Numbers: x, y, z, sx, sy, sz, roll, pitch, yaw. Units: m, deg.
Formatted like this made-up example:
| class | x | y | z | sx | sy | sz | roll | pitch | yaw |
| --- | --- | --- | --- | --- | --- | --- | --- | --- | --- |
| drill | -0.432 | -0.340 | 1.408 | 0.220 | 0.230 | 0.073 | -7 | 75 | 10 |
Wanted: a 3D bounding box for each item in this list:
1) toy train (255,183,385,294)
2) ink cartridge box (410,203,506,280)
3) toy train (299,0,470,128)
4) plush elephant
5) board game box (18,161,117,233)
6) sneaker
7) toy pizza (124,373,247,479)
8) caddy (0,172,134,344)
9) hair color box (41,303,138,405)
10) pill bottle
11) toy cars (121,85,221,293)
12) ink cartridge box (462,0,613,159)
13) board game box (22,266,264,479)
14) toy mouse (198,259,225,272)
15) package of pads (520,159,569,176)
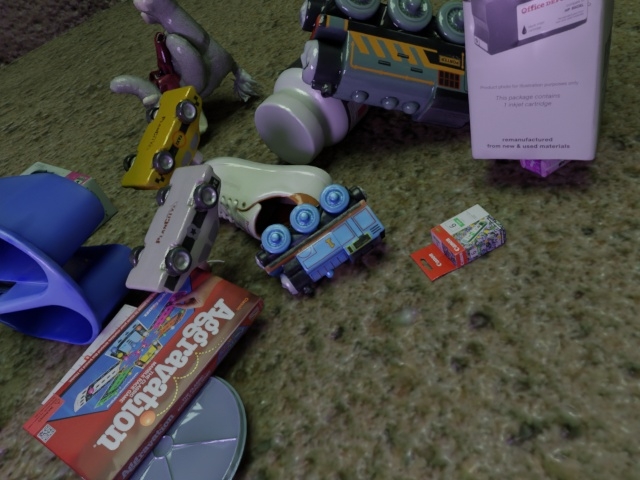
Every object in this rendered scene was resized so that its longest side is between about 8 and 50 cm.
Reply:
| class | x | y | z | sx | sy | sz | roll | pitch | yaw |
| --- | --- | --- | --- | --- | --- | --- | --- | --- | --- |
| toy train | 0.000 | 0.000 | 0.726 | 0.184 | 0.080 | 0.105 | -35 | 75 | -1 |
| ink cartridge box | 0.182 | 0.002 | 0.693 | 0.115 | 0.029 | 0.063 | -27 | 42 | -5 |
| toy train | 0.126 | -0.300 | 0.845 | 0.334 | 0.142 | 0.190 | 8 | 75 | -14 |
| plush elephant | -0.329 | -0.353 | 1.148 | 0.255 | 0.330 | 0.272 | -49 | 29 | 4 |
| board game box | -0.591 | -0.013 | 1.008 | 0.224 | 0.097 | 0.303 | 15 | 55 | 36 |
| sneaker | -0.131 | -0.064 | 0.844 | 0.290 | 0.106 | 0.123 | 1 | 44 | 23 |
| toy pizza | -0.175 | 0.245 | 0.597 | 0.201 | 0.032 | 0.201 | -13 | 41 | 12 |
| caddy | -0.440 | 0.041 | 0.769 | 0.341 | 0.241 | 0.179 | 0 | 41 | 32 |
| hair color box | -0.277 | 0.174 | 0.701 | 0.093 | 0.053 | 0.167 | 10 | 50 | 30 |
| pill bottle | 0.014 | -0.276 | 0.961 | 0.162 | 0.162 | 0.278 | 16 | 54 | 36 |
| toy cars | -0.214 | -0.080 | 0.784 | 0.176 | 0.087 | 0.393 | -36 | 47 | 17 |
| ink cartridge box | 0.303 | -0.347 | 0.695 | 0.166 | 0.394 | 0.285 | 5 | 36 | 29 |
| board game box | -0.210 | 0.153 | 0.646 | 0.145 | 0.027 | 0.281 | 22 | 56 | 25 |
| toy mouse | -0.236 | 0.047 | 0.831 | 0.161 | 0.031 | 0.143 | 5 | 49 | 28 |
| package of pads | 0.342 | -0.131 | 0.760 | 0.083 | 0.032 | 0.050 | -32 | 38 | -10 |
